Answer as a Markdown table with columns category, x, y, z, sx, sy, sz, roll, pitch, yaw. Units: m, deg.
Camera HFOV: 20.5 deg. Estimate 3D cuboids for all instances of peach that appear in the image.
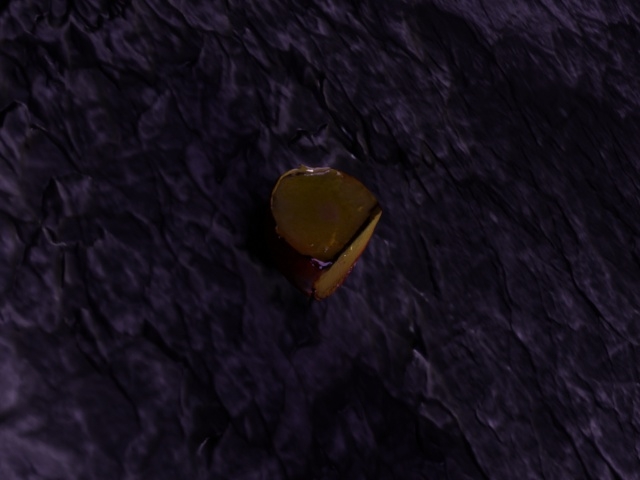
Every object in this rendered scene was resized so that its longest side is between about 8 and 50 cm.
| category | x | y | z | sx | sy | sz | roll | pitch | yaw |
| --- | --- | --- | --- | --- | --- | --- | --- | --- | --- |
| peach | 0.000 | 0.000 | 1.047 | 0.077 | 0.050 | 0.083 | 4 | 42 | -24 |
